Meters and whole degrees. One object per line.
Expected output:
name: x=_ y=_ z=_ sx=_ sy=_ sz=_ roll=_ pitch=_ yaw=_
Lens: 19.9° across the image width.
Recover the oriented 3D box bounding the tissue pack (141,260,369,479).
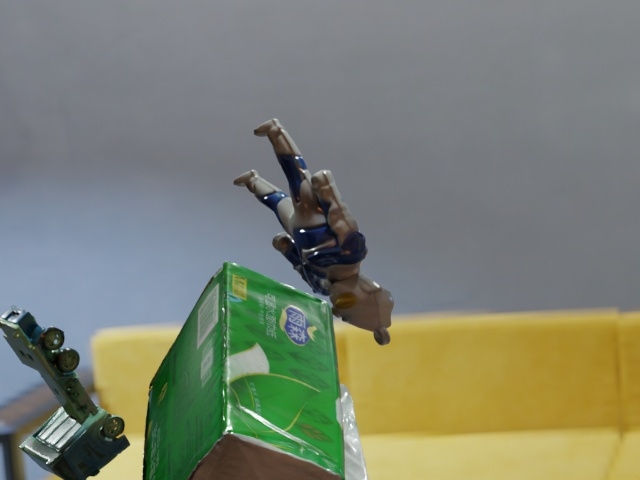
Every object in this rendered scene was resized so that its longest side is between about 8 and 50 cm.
tissue pack: x=-0.036 y=0.149 z=1.304 sx=0.156 sy=0.148 sz=0.209 roll=25 pitch=27 yaw=-18

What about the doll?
doll: x=0.000 y=0.000 z=1.654 sx=0.057 sy=0.227 sz=0.114 roll=-21 pitch=-26 yaw=-38

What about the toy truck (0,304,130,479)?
toy truck: x=-0.246 y=0.141 z=1.637 sx=0.081 sy=0.175 sz=0.067 roll=-44 pitch=36 yaw=-23
